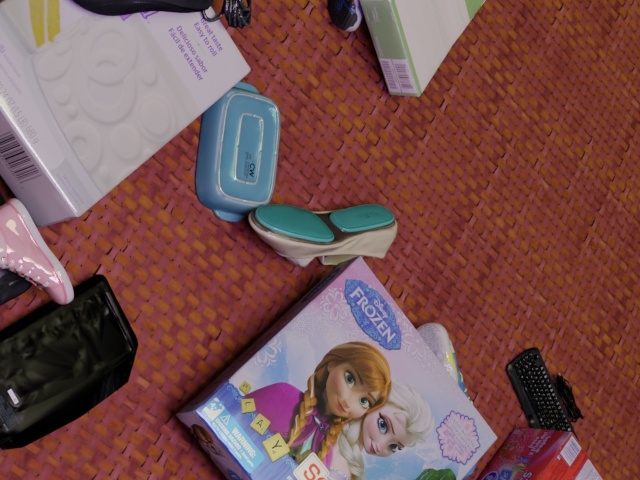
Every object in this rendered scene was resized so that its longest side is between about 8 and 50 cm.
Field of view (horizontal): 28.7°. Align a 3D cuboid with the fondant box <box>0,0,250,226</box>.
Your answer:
[{"bbox_3d":[-0.265,-0.207,1.466,0.330,0.096,0.238,-47,113,-37],"label":"fondant box"}]

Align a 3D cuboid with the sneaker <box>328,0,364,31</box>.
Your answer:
[{"bbox_3d":[0.068,-0.389,1.748,0.081,0.080,0.211,18,78,-30],"label":"sneaker"}]

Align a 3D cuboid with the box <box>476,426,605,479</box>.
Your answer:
[{"bbox_3d":[0.291,0.407,1.824,0.257,0.123,0.128,-48,113,-28],"label":"box"}]

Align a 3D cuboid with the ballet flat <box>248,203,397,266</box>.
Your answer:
[{"bbox_3d":[0.000,0.000,1.676,0.248,0.086,0.086,-1,87,-38],"label":"ballet flat"}]

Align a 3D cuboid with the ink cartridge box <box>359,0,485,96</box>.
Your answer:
[{"bbox_3d":[0.150,-0.343,1.784,0.235,0.056,0.171,-57,141,-34],"label":"ink cartridge box"}]

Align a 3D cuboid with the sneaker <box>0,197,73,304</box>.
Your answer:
[{"bbox_3d":[-0.336,0.026,1.398,0.070,0.051,0.134,-37,104,-31],"label":"sneaker"}]

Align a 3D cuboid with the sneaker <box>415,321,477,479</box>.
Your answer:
[{"bbox_3d":[0.178,0.238,1.794,0.126,0.091,0.240,8,82,-54],"label":"sneaker"}]

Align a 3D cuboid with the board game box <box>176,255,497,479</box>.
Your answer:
[{"bbox_3d":[0.031,0.239,1.603,0.318,0.066,0.318,-43,101,-30],"label":"board game box"}]

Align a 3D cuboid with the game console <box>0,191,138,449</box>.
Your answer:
[{"bbox_3d":[-0.358,0.048,1.438,0.213,0.044,0.361,-33,106,-34],"label":"game console"}]

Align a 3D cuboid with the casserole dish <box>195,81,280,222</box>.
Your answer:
[{"bbox_3d":[-0.102,-0.118,1.635,0.114,0.037,0.188,11,81,-34],"label":"casserole dish"}]

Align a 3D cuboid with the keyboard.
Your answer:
[{"bbox_3d":[0.362,0.252,1.940,0.100,0.038,0.192,-35,108,-32],"label":"keyboard"}]

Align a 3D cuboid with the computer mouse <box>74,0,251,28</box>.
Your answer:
[{"bbox_3d":[-0.184,-0.334,1.450,0.272,0.072,0.188,-16,93,-42],"label":"computer mouse"}]
